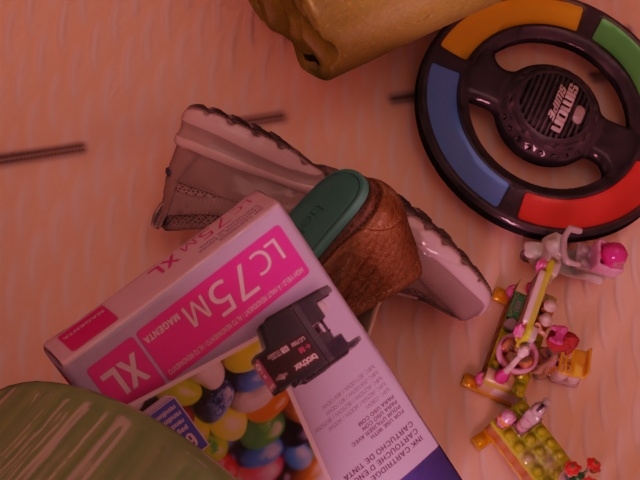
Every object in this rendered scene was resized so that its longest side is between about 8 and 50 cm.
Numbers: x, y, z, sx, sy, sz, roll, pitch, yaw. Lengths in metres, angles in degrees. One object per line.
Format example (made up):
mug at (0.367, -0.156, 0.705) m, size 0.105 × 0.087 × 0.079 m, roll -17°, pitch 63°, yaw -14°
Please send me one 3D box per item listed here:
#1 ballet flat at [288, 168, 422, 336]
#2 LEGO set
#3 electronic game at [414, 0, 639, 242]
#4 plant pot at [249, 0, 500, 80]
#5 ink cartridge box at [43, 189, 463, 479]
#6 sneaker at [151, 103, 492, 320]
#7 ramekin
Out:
ballet flat at (-0.056, 0.096, 1.464) m, size 0.342 × 0.116 × 0.124 m, roll -43°, pitch 119°, yaw -6°
LEGO set at (0.186, 0.118, 1.524) m, size 0.132 × 0.107 × 0.287 m, roll 3°, pitch 66°, yaw -12°
electronic game at (0.190, -0.105, 1.656) m, size 0.229 × 0.048 × 0.229 m, roll 5°, pitch 65°, yaw -11°
plant pot at (0.059, -0.268, 1.595) m, size 0.254 × 0.276 × 0.276 m, roll -33°, pitch 77°, yaw -9°
ink cartridge box at (-0.028, 0.142, 1.386) m, size 0.186 × 0.065 × 0.311 m, roll -37°, pitch 113°, yaw -10°
sneaker at (0.000, 0.000, 1.557) m, size 0.281 × 0.105 × 0.115 m, roll 27°, pitch 97°, yaw -5°
ramekin at (-0.150, 0.233, 1.296) m, size 0.303 × 0.303 × 0.148 m, roll 35°, pitch 57°, yaw 4°
